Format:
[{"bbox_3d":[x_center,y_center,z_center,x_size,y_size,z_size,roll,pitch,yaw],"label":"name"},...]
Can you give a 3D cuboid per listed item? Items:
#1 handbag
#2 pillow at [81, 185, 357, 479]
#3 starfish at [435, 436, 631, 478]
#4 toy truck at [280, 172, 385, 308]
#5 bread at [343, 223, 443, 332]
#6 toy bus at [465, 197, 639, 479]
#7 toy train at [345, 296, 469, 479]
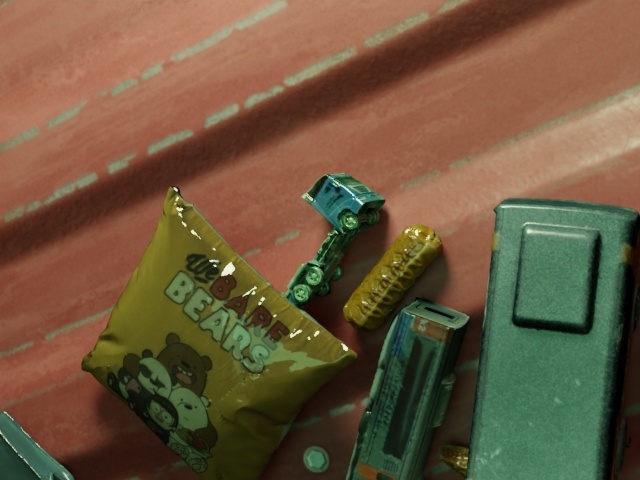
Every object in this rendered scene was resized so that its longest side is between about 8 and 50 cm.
[{"bbox_3d":[-0.463,0.369,1.677,0.179,0.062,0.229,41,110,17],"label":"handbag"},{"bbox_3d":[-0.140,0.144,1.476,0.310,0.119,0.312,42,118,16],"label":"pillow"},{"bbox_3d":[0.249,0.283,1.376,0.227,0.043,0.240,-3,100,25],"label":"starfish"},{"bbox_3d":[0.000,0.000,1.438,0.081,0.067,0.175,41,113,20],"label":"toy truck"},{"bbox_3d":[0.085,0.046,1.414,0.052,0.044,0.157,40,110,7],"label":"bread"},{"bbox_3d":[0.251,0.119,1.257,0.162,0.194,0.323,6,87,19],"label":"toy bus"},{"bbox_3d":[0.085,0.274,1.418,0.089,0.086,0.409,18,103,18],"label":"toy train"}]
